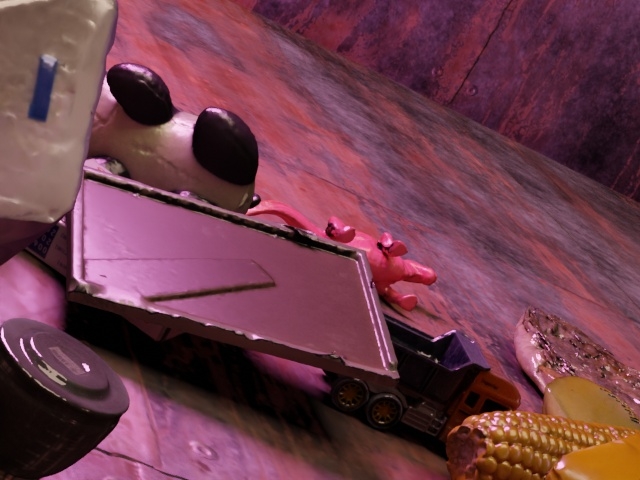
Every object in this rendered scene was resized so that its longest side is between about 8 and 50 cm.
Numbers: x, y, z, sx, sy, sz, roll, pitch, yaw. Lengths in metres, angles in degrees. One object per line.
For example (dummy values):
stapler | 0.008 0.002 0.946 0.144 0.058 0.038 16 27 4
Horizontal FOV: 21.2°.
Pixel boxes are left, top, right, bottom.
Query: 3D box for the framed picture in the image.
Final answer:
framed picture | -0.075 0.025 1.409 0.281 0.019 0.209 17 27 -15

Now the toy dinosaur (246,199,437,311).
toy dinosaur | 0.000 -0.001 1.849 0.286 0.070 0.139 19 7 -28

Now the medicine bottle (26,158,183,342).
medicine bottle | -0.166 0.002 1.473 0.201 0.052 0.171 33 18 14

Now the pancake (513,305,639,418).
pancake | 0.326 0.169 1.912 0.282 0.049 0.282 29 15 -8

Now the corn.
corn | 0.237 0.206 1.488 0.305 0.106 0.106 18 18 -32

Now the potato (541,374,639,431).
potato | 0.265 0.198 1.687 0.119 0.054 0.198 28 19 -10

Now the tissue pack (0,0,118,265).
tissue pack | -0.284 -0.056 0.927 0.242 0.160 0.338 16 -20 -22

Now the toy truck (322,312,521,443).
toy truck | 0.082 0.120 1.503 0.192 0.092 0.083 26 14 -16

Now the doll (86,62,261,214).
doll | -0.166 -0.082 1.640 0.234 0.143 0.135 28 -2 -2

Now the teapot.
teapot | -0.189 0.098 1.039 0.124 0.090 0.092 35 13 -4

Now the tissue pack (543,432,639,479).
tissue pack | 0.289 0.275 1.290 0.271 0.134 0.192 36 16 25
